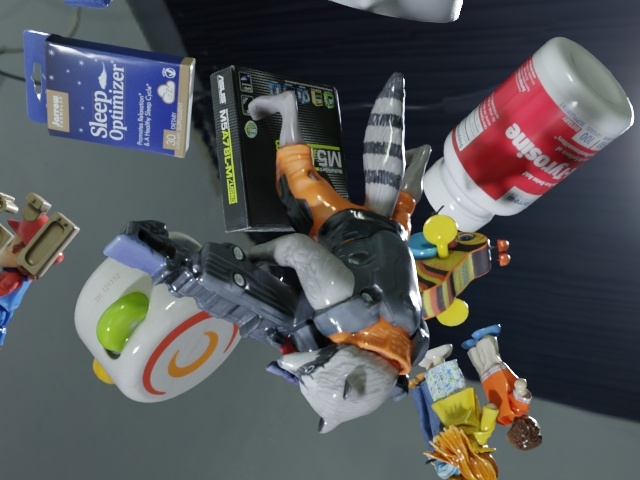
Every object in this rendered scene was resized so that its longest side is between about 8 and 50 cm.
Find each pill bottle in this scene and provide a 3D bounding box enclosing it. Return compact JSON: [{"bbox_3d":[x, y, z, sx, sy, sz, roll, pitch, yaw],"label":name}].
[{"bbox_3d":[0.406,-0.199,1.565,0.229,0.408,0.229,25,42,-25],"label":"pill bottle"}]

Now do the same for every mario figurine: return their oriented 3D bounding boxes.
[{"bbox_3d":[-0.685,0.075,1.625,0.170,0.198,0.320,31,85,-37],"label":"mario figurine"}]

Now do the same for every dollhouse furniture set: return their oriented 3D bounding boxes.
[{"bbox_3d":[-0.552,-0.021,1.351,0.144,0.151,0.123,-51,168,-2],"label":"dollhouse furniture set"}]

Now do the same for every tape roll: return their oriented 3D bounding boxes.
[{"bbox_3d":[0.089,-0.360,1.031,0.219,0.219,0.072,-31,140,-55],"label":"tape roll"}]

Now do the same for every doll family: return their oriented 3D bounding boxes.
[{"bbox_3d":[0.156,0.224,0.890,0.263,0.119,0.163,107,-32,-59],"label":"doll family"}]

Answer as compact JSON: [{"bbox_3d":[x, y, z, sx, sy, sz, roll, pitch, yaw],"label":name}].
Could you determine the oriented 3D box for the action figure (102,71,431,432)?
[{"bbox_3d":[0.000,0.000,0.680,0.341,0.179,0.330,25,49,-37],"label":"action figure"}]

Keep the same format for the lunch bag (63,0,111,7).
[{"bbox_3d":[-0.370,-0.402,1.164,0.065,0.099,0.067,46,54,-68],"label":"lunch bag"}]

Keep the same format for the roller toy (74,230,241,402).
[{"bbox_3d":[-0.201,0.093,0.961,0.191,0.146,0.209,-32,149,-28],"label":"roller toy"}]

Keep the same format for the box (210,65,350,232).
[{"bbox_3d":[-0.042,-0.102,0.911,0.191,0.045,0.184,-1,81,-50],"label":"box"}]

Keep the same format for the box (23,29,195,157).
[{"bbox_3d":[-0.285,-0.193,1.010,0.036,0.226,0.136,-82,-178,-56],"label":"box"}]

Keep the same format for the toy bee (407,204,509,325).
[{"bbox_3d":[0.219,0.027,1.250,0.195,0.162,0.298,62,39,-43],"label":"toy bee"}]
